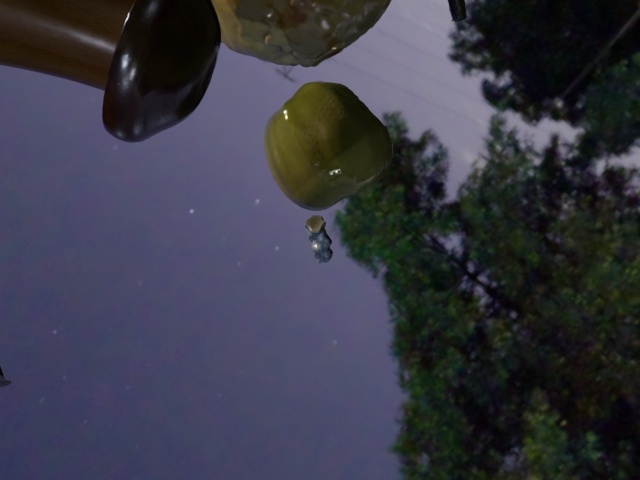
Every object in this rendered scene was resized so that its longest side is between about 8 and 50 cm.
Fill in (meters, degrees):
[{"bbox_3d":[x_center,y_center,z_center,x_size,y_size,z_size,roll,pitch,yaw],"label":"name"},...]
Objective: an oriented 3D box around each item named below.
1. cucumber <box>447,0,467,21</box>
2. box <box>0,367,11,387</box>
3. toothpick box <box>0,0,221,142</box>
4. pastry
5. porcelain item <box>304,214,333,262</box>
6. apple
[{"bbox_3d":[0.249,-0.458,1.608,0.135,0.033,0.034,69,180,-45],"label":"cucumber"},{"bbox_3d":[-0.502,0.012,1.008,0.138,0.420,0.373,-20,-94,-17],"label":"box"},{"bbox_3d":[-0.251,-0.221,0.892,0.294,0.192,0.192,20,-154,-1],"label":"toothpick box"},{"bbox_3d":[-0.046,-0.469,1.329,0.388,0.388,0.312,54,170,32],"label":"pastry"},{"bbox_3d":[0.000,0.000,1.115,0.083,0.028,0.036,73,-179,-58],"label":"porcelain item"},{"bbox_3d":[0.009,-0.195,1.844,0.279,0.279,0.279,30,-154,-16],"label":"apple"}]
